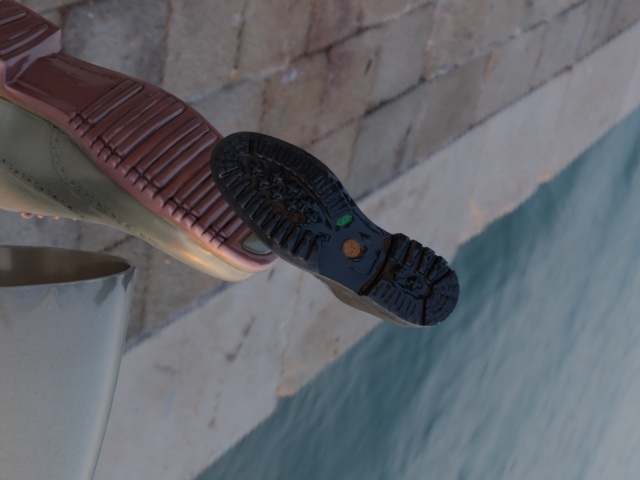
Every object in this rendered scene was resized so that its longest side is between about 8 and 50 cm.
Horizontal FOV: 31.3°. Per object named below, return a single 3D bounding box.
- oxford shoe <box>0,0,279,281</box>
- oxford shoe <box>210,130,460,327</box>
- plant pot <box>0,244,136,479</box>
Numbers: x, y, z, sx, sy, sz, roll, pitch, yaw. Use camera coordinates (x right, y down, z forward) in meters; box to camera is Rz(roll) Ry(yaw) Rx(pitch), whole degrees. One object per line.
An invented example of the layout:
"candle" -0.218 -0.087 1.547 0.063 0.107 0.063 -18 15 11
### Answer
"oxford shoe" -0.211 -0.073 1.021 0.146 0.397 0.140 -58 171 32
"oxford shoe" 0.000 0.000 0.932 0.083 0.227 0.096 -51 -177 -16
"plant pot" -0.271 0.152 0.879 0.256 0.257 0.274 -10 103 -63
